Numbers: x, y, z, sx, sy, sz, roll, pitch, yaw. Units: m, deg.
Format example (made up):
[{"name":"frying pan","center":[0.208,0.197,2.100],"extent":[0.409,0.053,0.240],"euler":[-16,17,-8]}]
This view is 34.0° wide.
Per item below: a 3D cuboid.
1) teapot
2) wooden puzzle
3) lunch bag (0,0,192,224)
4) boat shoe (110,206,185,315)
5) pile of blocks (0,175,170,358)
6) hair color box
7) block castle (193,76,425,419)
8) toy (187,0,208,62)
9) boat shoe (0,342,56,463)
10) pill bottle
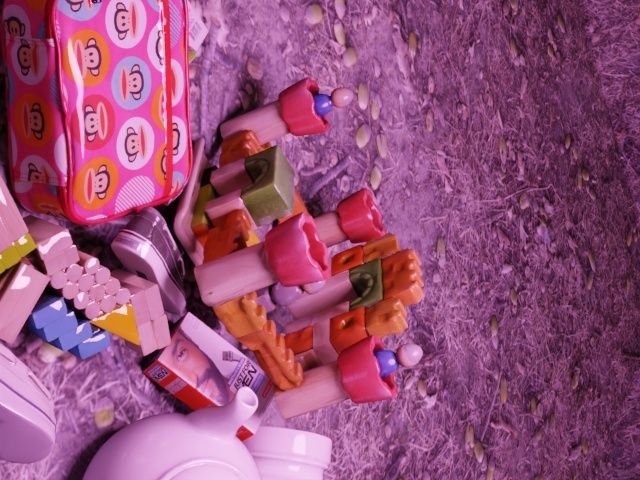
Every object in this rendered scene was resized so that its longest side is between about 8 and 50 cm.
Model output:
[{"name":"teapot","center":[-0.165,0.337,1.258],"extent":[0.253,0.187,0.256],"euler":[-28,103,-26]},{"name":"wooden puzzle","center":[-0.132,-0.001,1.469],"extent":[0.221,0.044,0.238],"euler":[-87,157,-57]},{"name":"lunch bag","center":[-0.251,-0.178,1.267],"extent":[0.258,0.120,0.293],"euler":[-23,119,-52]},{"name":"boat shoe","center":[-0.202,0.030,1.327],"extent":[0.070,0.078,0.219],"euler":[-61,167,-21]},{"name":"pile of blocks","center":[-0.329,0.044,1.187],"extent":[0.362,0.113,0.149],"euler":[42,72,-43]},{"name":"hair color box","center":[-0.146,0.187,1.423],"extent":[0.167,0.053,0.093],"euler":[38,49,-11]},{"name":"block castle","center":[0.000,0.000,1.451],"extent":[0.453,0.213,0.303],"euler":[-89,155,-56]},{"name":"toy","center":[-0.252,-0.320,1.372],"extent":[0.237,0.056,0.137],"euler":[51,47,-32]},{"name":"boat shoe","center":[-0.375,0.134,1.112],"extent":[0.267,0.096,0.088],"euler":[47,21,-36]},{"name":"pill bottle","center":[-0.073,0.434,1.449],"extent":[0.188,0.188,0.333],"euler":[31,62,-52]}]
